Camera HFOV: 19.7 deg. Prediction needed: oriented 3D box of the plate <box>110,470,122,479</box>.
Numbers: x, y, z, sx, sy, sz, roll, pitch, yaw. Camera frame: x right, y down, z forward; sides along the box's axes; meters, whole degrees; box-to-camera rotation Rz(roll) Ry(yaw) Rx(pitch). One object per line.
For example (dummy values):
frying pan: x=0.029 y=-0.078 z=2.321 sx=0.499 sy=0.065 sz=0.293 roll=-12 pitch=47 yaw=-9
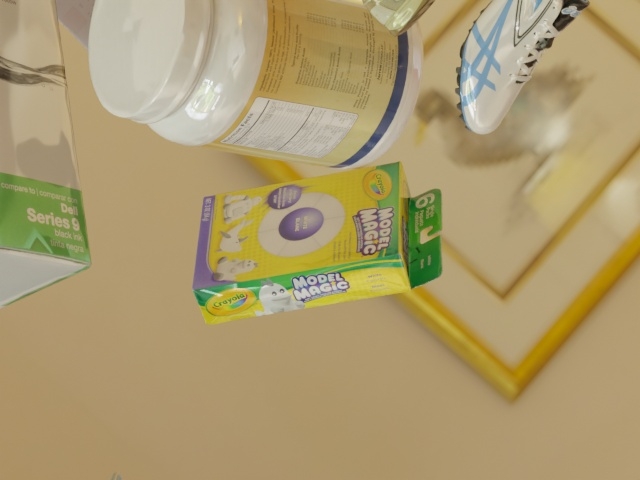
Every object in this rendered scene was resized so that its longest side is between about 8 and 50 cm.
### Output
plate: x=-0.167 y=0.274 z=1.440 sx=0.188 sy=0.024 sz=0.188 roll=179 pitch=90 yaw=-90

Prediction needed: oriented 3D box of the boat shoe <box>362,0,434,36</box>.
boat shoe: x=0.100 y=-0.247 z=1.603 sx=0.153 sy=0.048 sz=0.056 roll=-48 pitch=-5 yaw=23

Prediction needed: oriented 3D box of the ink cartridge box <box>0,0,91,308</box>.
ink cartridge box: x=-0.320 y=-0.089 z=1.570 sx=0.211 sy=0.289 sz=0.121 roll=-22 pitch=-22 yaw=36

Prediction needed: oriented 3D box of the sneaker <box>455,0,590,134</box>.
sneaker: x=0.196 y=-0.203 z=1.732 sx=0.085 sy=0.086 sz=0.237 roll=-6 pitch=-57 yaw=-57

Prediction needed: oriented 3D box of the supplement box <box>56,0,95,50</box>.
supplement box: x=-0.259 y=-0.274 z=2.373 sx=0.073 sy=0.130 sz=0.239 roll=-46 pitch=-10 yaw=8

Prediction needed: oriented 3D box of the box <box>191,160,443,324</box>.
box: x=0.000 y=0.000 z=1.344 sx=0.105 sy=0.179 sz=0.043 roll=-88 pitch=-15 yaw=-47

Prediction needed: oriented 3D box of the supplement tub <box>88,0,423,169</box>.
supplement tub: x=-0.070 y=-0.207 z=2.013 sx=0.316 sy=0.228 sz=0.228 roll=8 pitch=-47 yaw=-37
